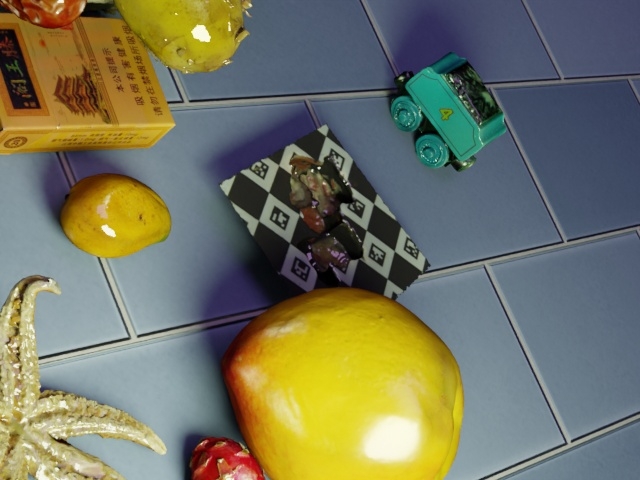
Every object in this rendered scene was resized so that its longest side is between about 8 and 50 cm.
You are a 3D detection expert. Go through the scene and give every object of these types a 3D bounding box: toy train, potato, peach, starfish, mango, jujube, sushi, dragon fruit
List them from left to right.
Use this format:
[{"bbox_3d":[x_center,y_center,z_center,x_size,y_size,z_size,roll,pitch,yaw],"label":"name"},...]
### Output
[{"bbox_3d":[-0.327,0.203,1.469,0.375,0.094,0.327,0,74,-50],"label":"starfish"},{"bbox_3d":[-0.370,-0.343,1.680,0.176,0.112,0.109,42,16,21],"label":"jujube"},{"bbox_3d":[-0.263,-0.036,1.691,0.165,0.089,0.115,-26,85,-51],"label":"mango"},{"bbox_3d":[-0.209,-0.366,1.771,0.173,0.140,0.300,-36,105,-15],"label":"potato"},{"bbox_3d":[-0.105,0.328,1.604,0.094,0.094,0.190,-1,70,-43],"label":"dragon fruit"},{"bbox_3d":[0.000,0.000,1.934,0.292,0.059,0.294,55,41,0],"label":"sushi"},{"bbox_3d":[0.031,0.202,1.684,0.308,0.289,0.289,18,42,13],"label":"peach"},{"bbox_3d":[0.212,-0.216,2.203,0.107,0.154,0.198,-35,91,-46],"label":"toy train"}]

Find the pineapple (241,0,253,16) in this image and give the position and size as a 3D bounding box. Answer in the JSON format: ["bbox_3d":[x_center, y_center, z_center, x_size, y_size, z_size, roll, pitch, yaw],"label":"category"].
[{"bbox_3d":[-0.082,-0.465,1.938,0.262,0.272,0.262,-21,90,-78],"label":"pineapple"}]

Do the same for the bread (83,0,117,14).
[{"bbox_3d":[-0.342,-0.437,1.861,0.239,0.111,0.246,-9,72,-45],"label":"bread"}]

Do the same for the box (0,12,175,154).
[{"bbox_3d":[-0.344,-0.208,1.738,0.274,0.076,0.174,-6,67,-45],"label":"box"}]
